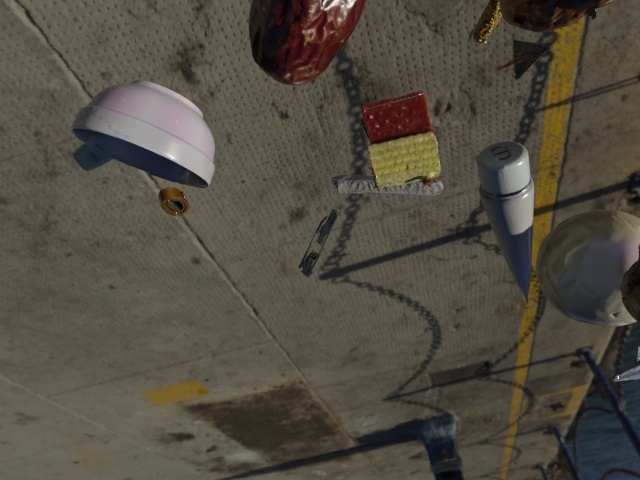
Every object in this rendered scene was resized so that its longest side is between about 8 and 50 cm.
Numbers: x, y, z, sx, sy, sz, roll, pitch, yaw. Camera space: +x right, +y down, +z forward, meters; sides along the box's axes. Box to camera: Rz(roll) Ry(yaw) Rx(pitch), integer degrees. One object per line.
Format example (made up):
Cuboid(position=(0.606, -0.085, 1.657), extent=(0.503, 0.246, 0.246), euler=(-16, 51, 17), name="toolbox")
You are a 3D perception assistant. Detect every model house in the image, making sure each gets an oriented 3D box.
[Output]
Cuboid(position=(0.227, -0.267, 1.317), extent=(0.195, 0.254, 0.160), euler=(-12, 162, 7), name="model house")

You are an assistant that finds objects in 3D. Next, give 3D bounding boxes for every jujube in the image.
Cuboid(position=(-0.025, -0.396, 0.784), extent=(0.183, 0.184, 0.243), euler=(14, 140, -25), name="jujube")

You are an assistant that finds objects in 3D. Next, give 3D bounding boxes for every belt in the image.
Cuboid(position=(-0.337, -0.091, 1.063), extent=(0.059, 0.036, 0.083), euler=(-27, 156, 1), name="belt")

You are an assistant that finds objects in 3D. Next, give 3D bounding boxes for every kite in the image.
Cuboid(position=(0.759, -0.689, 1.725), extent=(0.183, 0.241, 0.014), euler=(-18, 140, 33), name="kite")

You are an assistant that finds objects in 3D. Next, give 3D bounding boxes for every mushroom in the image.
Cuboid(position=(0.771, 0.095, 1.234), extent=(0.356, 0.315, 0.315), euler=(40, 124, -10), name="mushroom")

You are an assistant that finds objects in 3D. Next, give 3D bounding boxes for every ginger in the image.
Cuboid(position=(0.489, -0.595, 0.979), extent=(0.152, 0.358, 0.274), euler=(-3, 154, -20), name="ginger")

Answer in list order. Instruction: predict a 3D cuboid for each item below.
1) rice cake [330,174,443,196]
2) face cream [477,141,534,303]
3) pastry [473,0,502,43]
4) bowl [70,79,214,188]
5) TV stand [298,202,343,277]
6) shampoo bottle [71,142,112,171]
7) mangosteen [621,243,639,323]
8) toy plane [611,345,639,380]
Cuboid(position=(0.237, -0.197, 1.662), extent=(0.398, 0.070, 0.064), euler=(4, 114, 14), name="rice cake")
Cuboid(position=(0.350, -0.032, 0.854), extent=(0.089, 0.143, 0.314), euler=(-13, 129, 14), name="face cream")
Cuboid(position=(0.476, -0.625, 1.283), extent=(0.056, 0.080, 0.140), euler=(20, 143, -1), name="pastry")
Cuboid(position=(-0.347, -0.229, 0.968), extent=(0.286, 0.144, 0.287), euler=(18, 171, 3), name="bowl")
Cuboid(position=(0.000, 0.000, 1.243), extent=(0.042, 0.036, 0.249), euler=(34, 128, 10), name="TV stand")
Cuboid(position=(-0.545, -0.261, 1.217), extent=(0.212, 0.049, 0.072), euler=(-36, 116, -14), name="shampoo bottle")
Cuboid(position=(0.590, 0.069, 0.751), extent=(0.166, 0.166, 0.180), euler=(-11, 120, 2), name="mangosteen")
Cuboid(position=(0.655, 0.200, 0.859), extent=(0.267, 0.212, 0.088), euler=(-10, 107, -12), name="toy plane")
